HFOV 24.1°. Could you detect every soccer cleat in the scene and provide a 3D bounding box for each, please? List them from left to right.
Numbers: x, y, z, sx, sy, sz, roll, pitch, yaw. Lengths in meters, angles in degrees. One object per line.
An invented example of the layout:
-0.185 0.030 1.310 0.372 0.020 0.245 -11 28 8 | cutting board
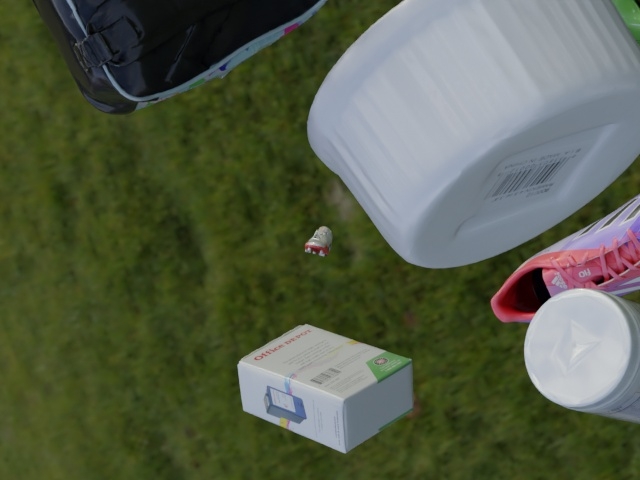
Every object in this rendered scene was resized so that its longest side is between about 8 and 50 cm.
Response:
0.000 0.000 1.814 0.029 0.083 0.035 14 90 9 | soccer cleat
0.333 0.027 1.784 0.318 0.116 0.108 -33 80 52 | soccer cleat

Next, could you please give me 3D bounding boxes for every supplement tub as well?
0.174 0.069 0.874 0.071 0.107 0.071 -11 72 36 | supplement tub

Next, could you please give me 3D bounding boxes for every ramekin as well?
0.141 -0.097 1.214 0.135 0.277 0.277 59 147 22 | ramekin

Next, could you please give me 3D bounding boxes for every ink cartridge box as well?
0.007 0.210 2.187 0.212 0.154 0.093 18 122 39 | ink cartridge box

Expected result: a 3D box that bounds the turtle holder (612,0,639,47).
0.493 -0.328 2.049 0.243 0.320 0.227 150 141 -86 | turtle holder

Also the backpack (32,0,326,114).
-0.118 -0.242 1.242 0.225 0.253 0.191 62 164 -10 | backpack
